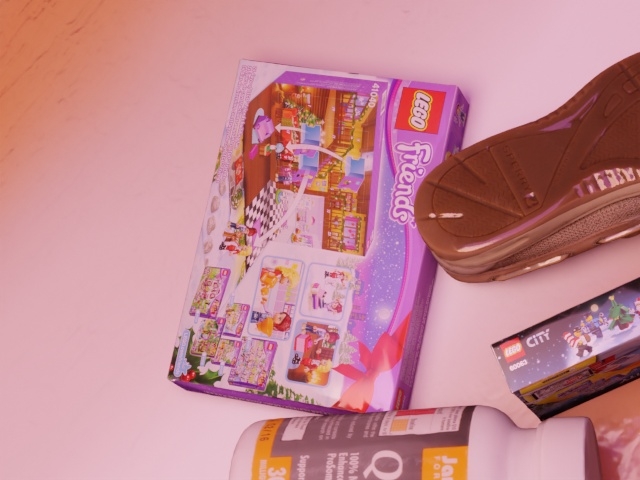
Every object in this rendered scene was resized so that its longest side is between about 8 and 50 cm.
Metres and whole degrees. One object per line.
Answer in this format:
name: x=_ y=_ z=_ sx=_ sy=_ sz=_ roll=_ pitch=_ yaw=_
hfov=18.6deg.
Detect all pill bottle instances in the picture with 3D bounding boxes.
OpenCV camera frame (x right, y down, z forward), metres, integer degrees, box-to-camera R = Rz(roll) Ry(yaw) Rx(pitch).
pill bottle: x=0.078 y=0.212 z=1.536 sx=0.278 sy=0.162 sz=0.162 roll=-6 pitch=74 yaw=14

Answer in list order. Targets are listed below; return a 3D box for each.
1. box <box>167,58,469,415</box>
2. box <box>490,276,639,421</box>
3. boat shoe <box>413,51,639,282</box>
box: x=0.000 y=0.000 z=1.668 sx=0.201 sy=0.057 sz=0.293 roll=9 pitch=78 yaw=18
box: x=0.258 y=0.066 z=1.526 sx=0.233 sy=0.159 sz=0.044 roll=-25 pitch=73 yaw=7
boat shoe: x=0.244 y=-0.064 z=1.593 sx=0.341 sy=0.110 sz=0.121 roll=-21 pitch=61 yaw=7
